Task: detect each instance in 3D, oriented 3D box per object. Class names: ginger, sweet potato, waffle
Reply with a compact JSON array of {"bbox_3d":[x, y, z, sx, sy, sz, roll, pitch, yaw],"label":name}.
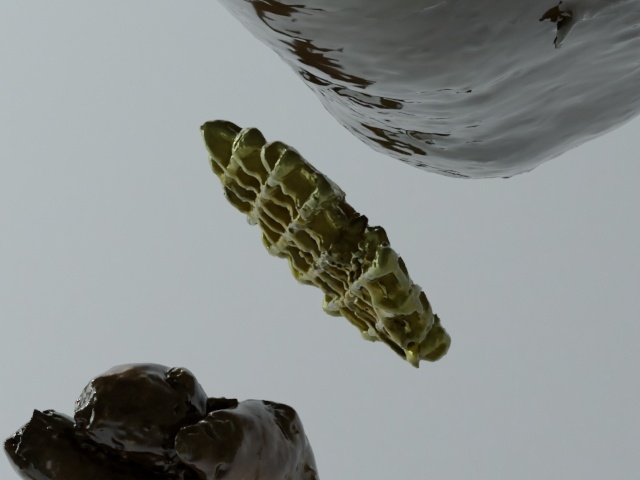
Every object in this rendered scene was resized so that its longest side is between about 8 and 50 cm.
[{"bbox_3d":[-0.061,0.112,0.823,0.103,0.162,0.073,-50,-154,11],"label":"ginger"},{"bbox_3d":[0.036,-0.099,0.419,0.158,0.369,0.158,-3,-102,14],"label":"sweet potato"},{"bbox_3d":[0.002,-0.002,1.521,0.056,0.261,0.250,-46,-133,-11],"label":"waffle"}]
